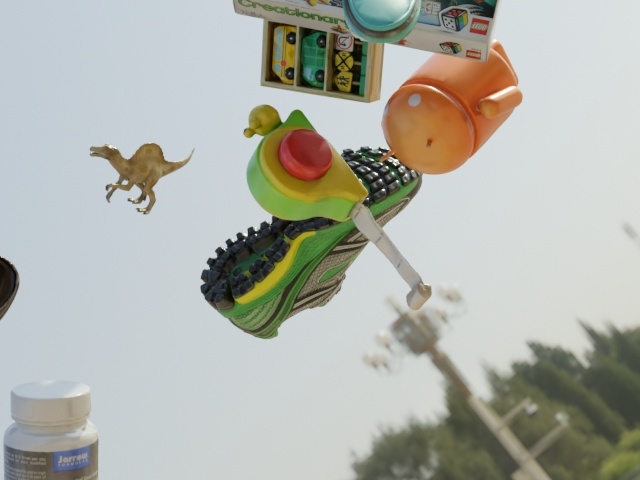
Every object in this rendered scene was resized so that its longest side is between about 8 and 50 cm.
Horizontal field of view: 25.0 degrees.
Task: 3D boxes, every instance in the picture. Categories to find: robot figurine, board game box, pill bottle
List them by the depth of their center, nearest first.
[{"bbox_3d":[-0.222,0.189,1.191,0.078,0.078,0.137,-13,-73,-58],"label":"pill bottle"},{"bbox_3d":[0.068,-0.330,1.703,0.053,0.305,0.193,84,-161,-68],"label":"board game box"},{"bbox_3d":[0.162,-0.166,1.795,0.219,0.158,0.128,-45,-25,-36],"label":"robot figurine"}]

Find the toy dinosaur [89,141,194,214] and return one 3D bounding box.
[{"bbox_3d":[-0.225,-0.085,1.889,0.183,0.053,0.092,2,-67,-50],"label":"toy dinosaur"}]

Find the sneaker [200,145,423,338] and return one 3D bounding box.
[{"bbox_3d":[0.000,0.000,2.007,0.344,0.134,0.146,-37,-46,2],"label":"sneaker"}]

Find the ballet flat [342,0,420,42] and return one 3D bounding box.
[{"bbox_3d":[0.058,-0.264,1.542,0.083,0.247,0.087,1,-45,-6],"label":"ballet flat"}]

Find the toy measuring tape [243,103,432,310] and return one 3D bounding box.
[{"bbox_3d":[0.001,-0.035,1.794,0.121,0.330,0.121,-34,-14,-10],"label":"toy measuring tape"}]

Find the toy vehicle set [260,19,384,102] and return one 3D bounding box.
[{"bbox_3d":[0.007,-0.322,1.876,0.035,0.166,0.266,-22,-61,-59],"label":"toy vehicle set"}]

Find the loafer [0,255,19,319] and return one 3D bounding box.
[{"bbox_3d":[-0.456,0.090,1.832,0.220,0.080,0.078,-50,2,-39],"label":"loafer"}]
